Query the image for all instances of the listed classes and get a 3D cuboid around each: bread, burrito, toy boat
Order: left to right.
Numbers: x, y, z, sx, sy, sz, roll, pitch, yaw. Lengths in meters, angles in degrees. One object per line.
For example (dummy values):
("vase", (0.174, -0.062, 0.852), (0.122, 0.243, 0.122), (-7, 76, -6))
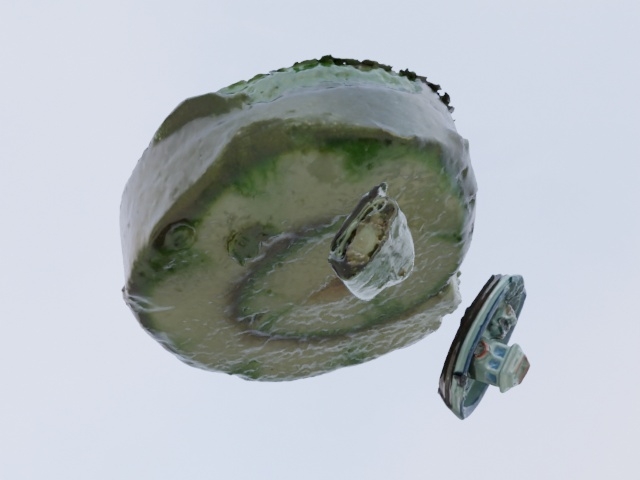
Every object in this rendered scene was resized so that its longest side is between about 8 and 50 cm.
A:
("bread", (0.000, 0.000, 0.978), (0.382, 0.129, 0.366), (18, -47, -39))
("burrito", (0.043, 0.010, 0.766), (0.044, 0.118, 0.074), (31, -99, 23))
("toy boat", (0.152, 0.095, 0.893), (0.066, 0.140, 0.059), (16, -24, 37))
